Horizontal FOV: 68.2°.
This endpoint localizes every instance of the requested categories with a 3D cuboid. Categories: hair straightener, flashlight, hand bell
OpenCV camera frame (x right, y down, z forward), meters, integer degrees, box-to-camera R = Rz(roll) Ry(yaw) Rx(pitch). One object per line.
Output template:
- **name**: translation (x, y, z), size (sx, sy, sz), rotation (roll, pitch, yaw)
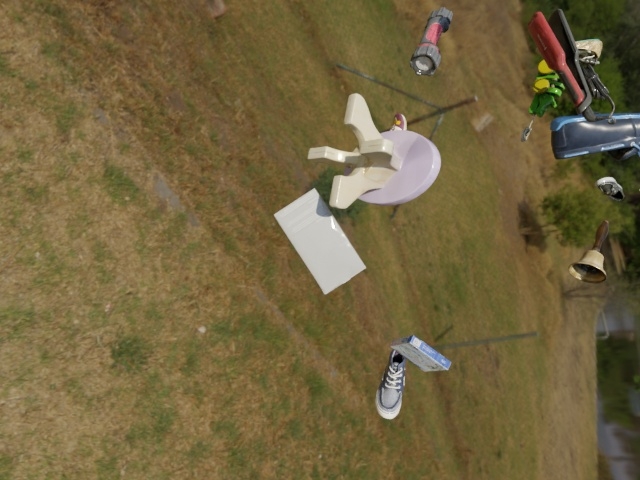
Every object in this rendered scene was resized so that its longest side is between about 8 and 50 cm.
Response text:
- **hair straightener**: translation (0.433, -0.288, 0.781), size (0.047, 0.088, 0.231), rotation (103, -31, -67)
- **flashlight**: translation (0.408, -0.723, 1.701), size (0.103, 0.103, 0.304), rotation (25, 62, 1)
- **hand bell**: translation (1.016, 0.025, 1.737), size (0.126, 0.126, 0.242), rotation (49, 64, -34)

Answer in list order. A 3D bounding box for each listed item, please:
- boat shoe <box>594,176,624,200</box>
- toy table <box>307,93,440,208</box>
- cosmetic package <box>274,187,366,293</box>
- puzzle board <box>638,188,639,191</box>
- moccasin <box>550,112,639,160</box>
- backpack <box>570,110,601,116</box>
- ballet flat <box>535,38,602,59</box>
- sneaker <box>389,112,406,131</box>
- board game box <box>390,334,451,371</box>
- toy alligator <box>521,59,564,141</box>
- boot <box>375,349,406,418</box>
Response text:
- **boat shoe**: translation (0.895, -0.157, 1.454), size (0.142, 0.049, 0.040), rotation (13, 55, -36)
- **toy table**: translation (0.109, -0.183, 1.065), size (0.160, 0.274, 0.253), rotation (13, 74, -39)
- **cosmetic package**: translation (0.000, 0.000, 1.183), size (0.238, 0.127, 0.107), rotation (59, 3, -5)
- **puzzle board**: translation (0.878, -0.103, 1.183), size (0.096, 0.011, 0.128), rotation (-24, 58, -27)
- **moccasin**: translation (0.743, -0.256, 1.181), size (0.138, 0.341, 0.117), rotation (-70, 158, -72)
- **backpack**: translation (0.736, -0.303, 1.332), size (0.101, 0.120, 0.098), rotation (57, 12, -59)
- **ballet flat**: translation (0.819, -0.619, 1.556), size (0.073, 0.206, 0.067), rotation (43, 47, -77)
- **sneaker**: translation (0.282, -0.409, 1.817), size (0.083, 0.069, 0.186), rotation (3, 71, -10)
- **board game box**: translation (0.192, 0.221, 0.919), size (0.090, 0.090, 0.020), rotation (37, 65, -4)
- **toy alligator**: translation (0.432, -0.276, 0.897), size (0.056, 0.051, 0.190), rotation (16, 89, -55)
- **boot**: translation (0.184, 0.364, 1.228), size (0.190, 0.069, 0.086), rotation (-64, 161, -62)
